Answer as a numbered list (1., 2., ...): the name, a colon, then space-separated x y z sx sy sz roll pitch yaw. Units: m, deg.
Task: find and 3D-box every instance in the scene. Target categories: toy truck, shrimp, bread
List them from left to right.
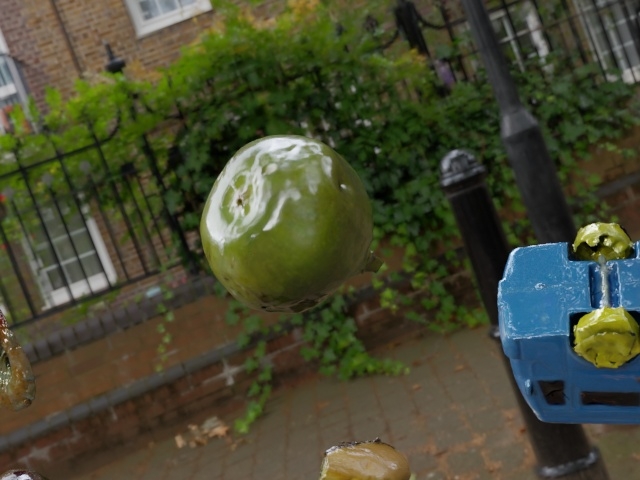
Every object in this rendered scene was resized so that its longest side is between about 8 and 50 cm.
1. shrimp: -0.430 0.141 1.132 0.101 0.190 0.042 -6 13 26
2. bread: 0.108 0.550 1.870 0.262 0.204 0.162 8 6 -44
3. toy truck: 0.364 0.082 0.784 0.384 0.162 0.161 -3 40 17

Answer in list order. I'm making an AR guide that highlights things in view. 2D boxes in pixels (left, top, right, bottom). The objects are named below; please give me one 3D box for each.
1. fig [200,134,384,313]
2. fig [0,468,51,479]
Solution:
1. fig: -0.021 0.012 1.099 0.233 0.314 0.233 -19 40 16
2. fig: -0.380 0.338 1.040 0.154 0.109 0.103 -13 -16 33
